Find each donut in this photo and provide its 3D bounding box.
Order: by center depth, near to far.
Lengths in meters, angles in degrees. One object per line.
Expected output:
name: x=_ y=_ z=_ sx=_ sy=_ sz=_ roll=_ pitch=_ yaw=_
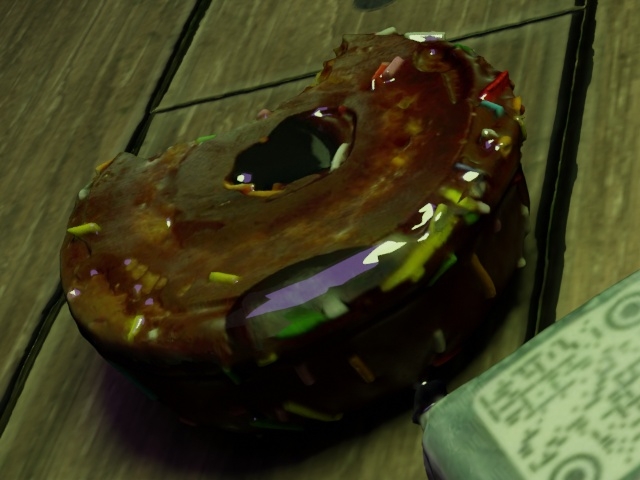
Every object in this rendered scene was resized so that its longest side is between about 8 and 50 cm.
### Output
donut: x=-0.001 y=0.000 z=0.837 sx=0.230 sy=0.096 sz=0.216 roll=-33 pitch=34 yaw=-13

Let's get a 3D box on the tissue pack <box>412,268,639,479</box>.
tissue pack: x=0.202 y=0.105 z=0.516 sx=0.259 sy=0.122 sz=0.361 roll=-31 pitch=33 yaw=-5
